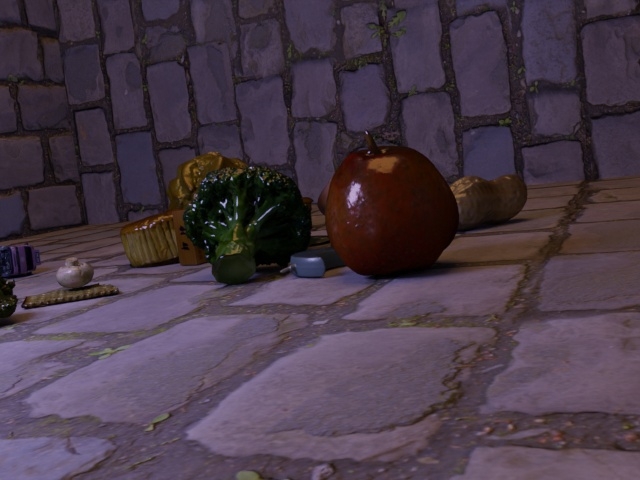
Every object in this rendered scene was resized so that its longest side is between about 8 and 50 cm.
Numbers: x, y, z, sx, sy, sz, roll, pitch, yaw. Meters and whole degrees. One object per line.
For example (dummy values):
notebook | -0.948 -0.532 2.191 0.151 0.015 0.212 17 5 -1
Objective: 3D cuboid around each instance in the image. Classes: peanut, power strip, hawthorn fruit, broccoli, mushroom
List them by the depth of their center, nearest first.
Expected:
broccoli | -0.659 0.104 1.426 0.146 0.138 0.162 35 14 29
hawthorn fruit | 0.133 -0.082 1.480 0.277 0.298 0.277 -15 16 5
power strip | 0.000 0.046 1.612 0.137 0.044 0.216 -1 8 40
broccoli | -0.157 -0.024 1.667 0.297 0.297 0.297 -6 38 3
mushroom | -0.557 0.073 1.686 0.083 0.067 0.083 -3 14 1
peanut | 0.454 -0.109 2.077 0.313 0.149 0.149 -7 6 -27

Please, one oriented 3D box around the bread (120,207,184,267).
bread | -0.458 -0.011 2.149 0.227 0.142 0.253 -20 11 -5

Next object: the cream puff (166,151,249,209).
cream puff | -0.349 -0.145 2.318 0.274 0.323 0.270 7 -16 0

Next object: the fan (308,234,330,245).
fan | -0.032 0.005 2.141 0.223 0.012 0.294 -11 7 -34

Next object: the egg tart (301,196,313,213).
egg tart | -0.108 -0.036 1.989 0.202 0.147 0.202 -8 6 1

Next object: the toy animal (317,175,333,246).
toy animal | 0.085 -0.047 1.734 0.171 0.197 0.171 -18 32 12

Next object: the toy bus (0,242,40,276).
toy bus | -0.932 0.062 2.222 0.199 0.096 0.108 -5 2 40

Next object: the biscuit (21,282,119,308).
biscuit | -0.557 0.120 1.656 0.203 0.016 0.144 -10 7 -18

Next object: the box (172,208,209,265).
box | -0.298 -0.026 2.067 0.070 0.152 0.237 -3 7 36
